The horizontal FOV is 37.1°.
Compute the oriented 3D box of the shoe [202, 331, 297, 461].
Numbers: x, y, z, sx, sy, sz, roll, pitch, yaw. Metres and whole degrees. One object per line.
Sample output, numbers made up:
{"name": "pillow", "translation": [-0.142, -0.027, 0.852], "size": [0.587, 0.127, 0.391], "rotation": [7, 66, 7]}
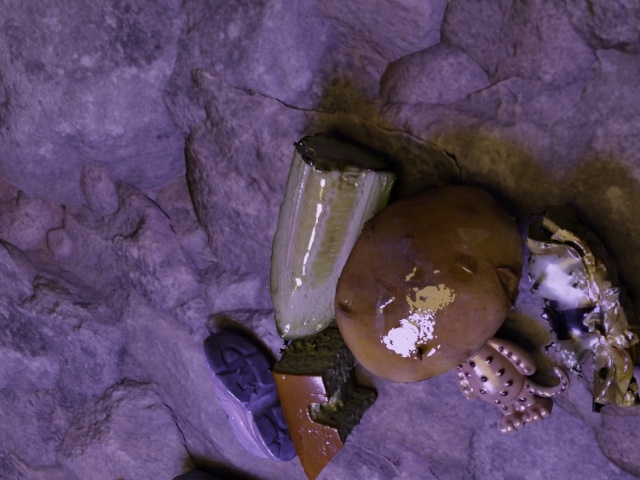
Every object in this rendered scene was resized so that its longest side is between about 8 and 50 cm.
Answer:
{"name": "shoe", "translation": [-0.130, 0.269, 1.621], "size": [0.245, 0.095, 0.137], "rotation": [58, 147, 1]}

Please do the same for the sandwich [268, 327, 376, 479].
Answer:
{"name": "sandwich", "translation": [0.010, 0.269, 1.527], "size": [0.128, 0.122, 0.236], "rotation": [0, 117, 32]}

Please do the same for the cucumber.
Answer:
{"name": "cucumber", "translation": [0.002, -0.001, 1.404], "size": [0.105, 0.145, 0.325], "rotation": [-118, 34, -48]}

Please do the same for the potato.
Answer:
{"name": "potato", "translation": [0.125, 0.055, 1.259], "size": [0.299, 0.116, 0.239], "rotation": [-44, 64, 19]}

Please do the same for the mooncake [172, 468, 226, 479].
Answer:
{"name": "mooncake", "translation": [-0.190, 0.564, 1.723], "size": [0.254, 0.136, 0.250], "rotation": [9, 91, 25]}

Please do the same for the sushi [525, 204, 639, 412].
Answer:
{"name": "sushi", "translation": [0.343, 0.095, 1.239], "size": [0.131, 0.139, 0.291], "rotation": [-14, 109, 17]}

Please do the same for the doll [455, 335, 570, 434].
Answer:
{"name": "doll", "translation": [0.224, 0.152, 1.355], "size": [0.278, 0.119, 0.154], "rotation": [44, 123, -5]}
